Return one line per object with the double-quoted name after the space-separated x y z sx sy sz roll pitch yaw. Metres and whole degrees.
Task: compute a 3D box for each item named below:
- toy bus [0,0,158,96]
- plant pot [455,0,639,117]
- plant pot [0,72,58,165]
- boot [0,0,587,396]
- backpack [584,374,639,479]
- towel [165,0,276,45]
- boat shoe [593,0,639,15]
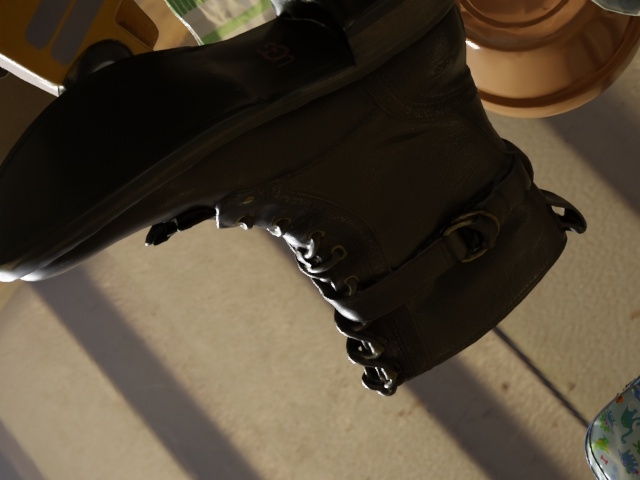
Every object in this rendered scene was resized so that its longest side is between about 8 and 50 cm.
-0.190 -0.167 0.552 0.108 0.332 0.130 24 -92 30 "toy bus"
0.240 -0.300 1.346 0.290 0.203 0.291 0 -91 16 "plant pot"
-0.350 -0.128 1.004 0.274 0.256 0.256 -31 -91 5 "plant pot"
0.000 0.000 0.541 0.263 0.091 0.229 -31 -49 -4 "boot"
0.272 0.169 0.942 0.114 0.084 0.105 -57 -131 39 "backpack"
-0.123 -0.332 1.304 0.248 0.038 0.325 -23 -73 48 "towel"
0.219 -0.238 0.881 0.109 0.302 0.094 6 -86 34 "boat shoe"
